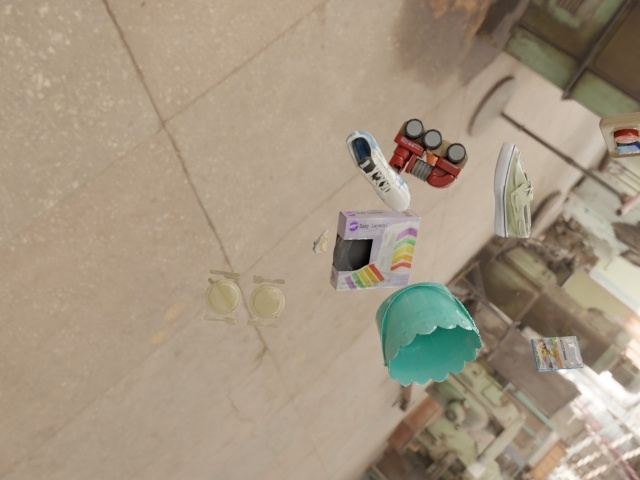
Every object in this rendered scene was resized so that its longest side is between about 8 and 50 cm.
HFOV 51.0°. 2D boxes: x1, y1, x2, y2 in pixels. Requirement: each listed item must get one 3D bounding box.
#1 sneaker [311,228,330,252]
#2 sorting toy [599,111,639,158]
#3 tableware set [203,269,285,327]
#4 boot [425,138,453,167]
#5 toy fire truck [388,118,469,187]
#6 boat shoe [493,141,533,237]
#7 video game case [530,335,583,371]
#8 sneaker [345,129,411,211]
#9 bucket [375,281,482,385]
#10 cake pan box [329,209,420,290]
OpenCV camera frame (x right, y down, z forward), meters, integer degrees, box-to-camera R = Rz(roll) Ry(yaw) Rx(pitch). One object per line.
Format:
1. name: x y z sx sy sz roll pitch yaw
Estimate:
1. sneaker: 0.000 0.000 1.689 0.032 0.036 0.083 64 30 -27
2. sorting toy: 0.914 -0.277 1.771 0.229 0.307 0.041 32 61 -55
3. tableware set: -0.186 0.143 1.655 0.039 0.194 0.128 -131 -130 -79
4. boot: 0.373 -0.273 2.243 0.158 0.084 0.059 -54 152 1
5. toy fire truck: 0.285 -0.204 1.956 0.246 0.217 0.158 -59 172 6
6. boat shoe: 0.517 -0.130 1.780 0.109 0.094 0.302 -59 149 -37
7. video game case: 0.848 0.406 2.405 0.166 0.119 0.015 -3 154 -4
8. sneaker: 0.139 -0.168 1.668 0.085 0.237 0.086 -38 172 35
9. bucket: 0.294 0.261 1.900 0.281 0.183 0.281 -11 136 -11
10. cake pan box: 0.162 0.029 2.064 0.266 0.070 0.246 0 112 -22
